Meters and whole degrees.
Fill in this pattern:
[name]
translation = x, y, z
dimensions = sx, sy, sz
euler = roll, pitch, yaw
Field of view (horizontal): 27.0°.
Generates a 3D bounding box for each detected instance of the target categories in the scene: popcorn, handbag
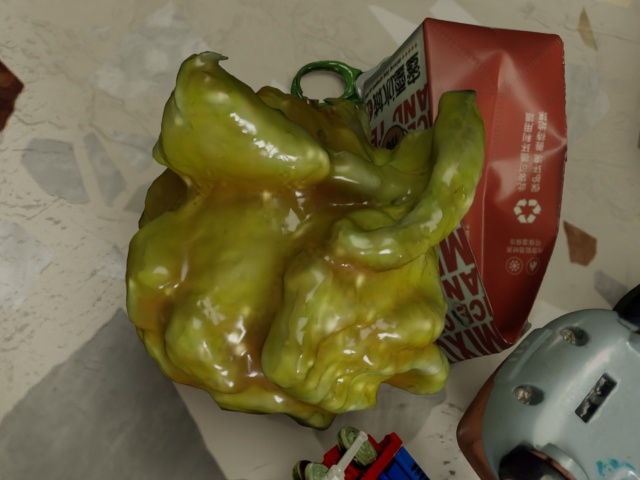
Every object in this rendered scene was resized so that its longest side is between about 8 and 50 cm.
[popcorn]
translation = 0.000, 0.003, 1.074
dimensions = 0.325, 0.321, 0.290
euler = -24, 82, 8
[handbag]
translation = 0.130, -0.036, 1.211
dimensions = 0.151, 0.171, 0.298
euler = 6, 73, -18

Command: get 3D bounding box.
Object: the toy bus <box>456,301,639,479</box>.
[toy bus]
translation = 0.244, 0.200, 1.128
dimensions = 0.287, 0.232, 0.194
euler = 44, 68, -6

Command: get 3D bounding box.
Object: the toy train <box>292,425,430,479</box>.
[toy train]
translation = 0.028, 0.230, 1.082
dimensions = 0.082, 0.204, 0.131
euler = -40, 86, 20

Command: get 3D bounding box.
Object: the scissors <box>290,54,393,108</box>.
[scissors]
translation = 0.071, -0.161, 1.328
dimensions = 0.204, 0.027, 0.101
euler = -29, 85, -21

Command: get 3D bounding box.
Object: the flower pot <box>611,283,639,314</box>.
[flower pot]
translation = 0.373, 0.088, 1.217
dimensions = 0.235, 0.148, 0.235
euler = -4, 57, 6
